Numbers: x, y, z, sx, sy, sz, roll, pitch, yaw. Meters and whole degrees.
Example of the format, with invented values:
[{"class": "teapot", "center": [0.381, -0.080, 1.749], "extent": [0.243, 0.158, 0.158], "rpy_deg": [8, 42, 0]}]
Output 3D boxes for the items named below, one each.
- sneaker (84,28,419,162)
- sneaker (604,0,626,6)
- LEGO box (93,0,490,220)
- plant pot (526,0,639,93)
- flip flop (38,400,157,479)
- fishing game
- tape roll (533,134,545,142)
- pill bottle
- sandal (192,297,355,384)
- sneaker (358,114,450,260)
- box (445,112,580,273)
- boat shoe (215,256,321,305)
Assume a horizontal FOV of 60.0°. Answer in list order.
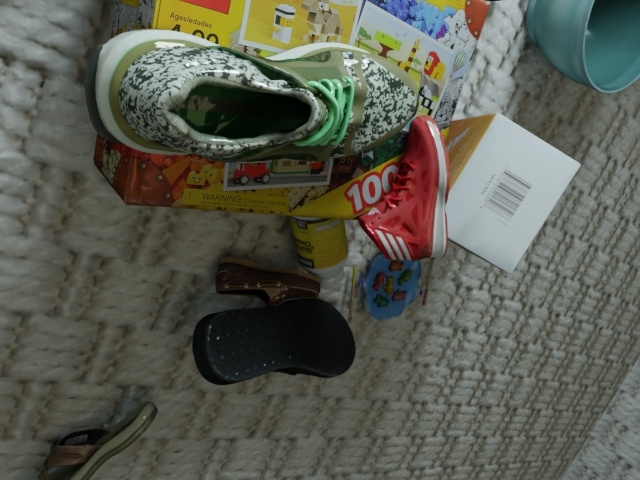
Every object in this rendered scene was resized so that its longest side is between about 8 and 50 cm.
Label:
[{"class": "sneaker", "center": [-0.030, -0.139, 0.620], "extent": [0.411, 0.182, 0.157], "rpy_deg": [-10, 118, -31]}, {"class": "sneaker", "center": [0.689, -0.519, 1.304], "extent": [0.108, 0.100, 0.271], "rpy_deg": [-54, 133, -31]}, {"class": "LEGO box", "center": [-0.036, -0.237, 0.815], "extent": [0.501, 0.193, 0.372], "rpy_deg": [1, 112, -36]}, {"class": "plant pot", "center": [0.565, -0.476, 1.159], "extent": [0.293, 0.196, 0.292], "rpy_deg": [-16, 123, -27]}, {"class": "flip flop", "center": [-0.427, 0.378, 1.005], "extent": [0.277, 0.112, 0.080], "rpy_deg": [-37, 104, -10]}, {"class": "fishing game", "center": [0.177, 0.102, 1.298], "extent": [0.264, 0.041, 0.189], "rpy_deg": [-2, 107, -37]}, {"class": "tape roll", "center": [0.452, -0.156, 1.339], "extent": [0.219, 0.072, 0.219], "rpy_deg": [-16, 123, -27]}, {"class": "pill bottle", "center": [0.000, 0.000, 1.086], "extent": [0.103, 0.103, 0.184], "rpy_deg": [-25, 126, -22]}, {"class": "sandal", "center": [-0.087, 0.200, 1.117], "extent": [0.446, 0.107, 0.167], "rpy_deg": [12, 65, -50]}, {"class": "sneaker", "center": [0.120, -0.071, 0.830], "extent": [0.128, 0.087, 0.221], "rpy_deg": [-7, 98, -8]}, {"class": "box", "center": [0.286, -0.100, 1.052], "extent": [0.168, 0.345, 0.214], "rpy_deg": [30, 96, -7]}, {"class": "boat shoe", "center": [-0.098, 0.090, 1.050], "extent": [0.207, 0.073, 0.073], "rpy_deg": [11, 147, -17]}]
